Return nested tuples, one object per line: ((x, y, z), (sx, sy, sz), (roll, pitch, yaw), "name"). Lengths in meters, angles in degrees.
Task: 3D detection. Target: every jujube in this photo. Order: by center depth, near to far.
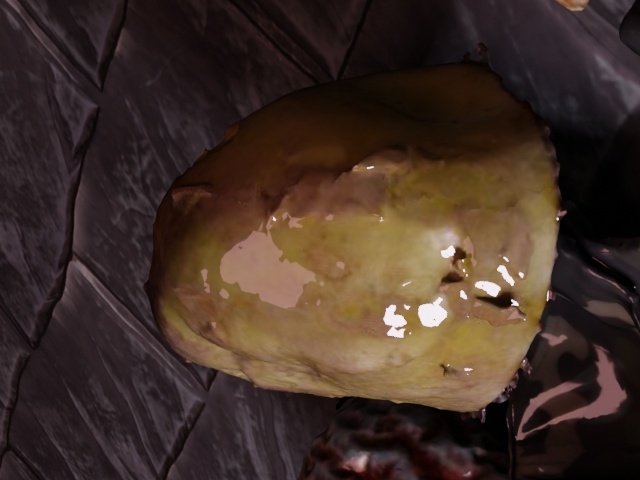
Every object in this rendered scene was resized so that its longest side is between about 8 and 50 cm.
((0.117, 0.262, 1.364), (0.317, 0.226, 0.226), (44, 142, 20), "jujube")

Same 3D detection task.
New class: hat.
((0.294, 0.138, 1.131), (0.382, 0.257, 0.366), (-3, 84, 18), "hat")

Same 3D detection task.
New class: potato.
((0.000, 0.000, 1.194), (0.301, 0.237, 0.288), (-113, 31, -44), "potato")

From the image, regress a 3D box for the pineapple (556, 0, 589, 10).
((0.232, -0.237, 0.917), (0.340, 0.169, 0.169), (-10, 108, 47), "pineapple")

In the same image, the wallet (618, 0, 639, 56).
((0.304, -0.077, 0.955), (0.250, 0.149, 0.044), (25, 93, 36), "wallet")
